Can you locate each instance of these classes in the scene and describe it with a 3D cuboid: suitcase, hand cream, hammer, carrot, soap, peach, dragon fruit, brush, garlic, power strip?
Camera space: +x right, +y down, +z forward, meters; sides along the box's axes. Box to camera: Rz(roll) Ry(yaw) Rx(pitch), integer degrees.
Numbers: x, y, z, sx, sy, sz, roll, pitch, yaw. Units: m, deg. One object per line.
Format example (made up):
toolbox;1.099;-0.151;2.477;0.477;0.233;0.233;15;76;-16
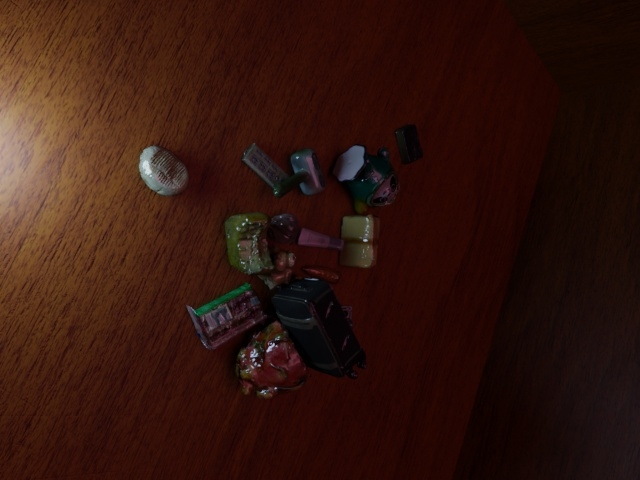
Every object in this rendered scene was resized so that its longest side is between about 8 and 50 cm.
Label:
suitcase;-0.013;0.356;1.746;0.194;0.283;0.433;-35;111;-33
hand cream;0.000;0.000;2.016;0.255;0.048;0.079;12;88;-37
hammer;-0.104;-0.253;1.823;0.335;0.119;0.206;-43;118;-49
carrot;-0.001;0.154;2.024;0.205;0.072;0.072;16;84;-31
soap;-0.364;0.296;1.728;0.274;0.098;0.217;-28;110;-33
peach;-0.135;0.353;1.931;0.280;0.068;0.188;14;83;-37
dragon fruit;-0.209;0.518;1.748;0.263;0.296;0.314;-30;101;-17
brush;0.480;-0.518;2.337;0.123;0.059;0.197;-30;111;-31
garlic;-0.177;-0.064;1.840;0.194;0.127;0.131;29;79;-16
power strip;-0.216;-0.292;1.833;0.268;0.034;0.092;43;68;-32

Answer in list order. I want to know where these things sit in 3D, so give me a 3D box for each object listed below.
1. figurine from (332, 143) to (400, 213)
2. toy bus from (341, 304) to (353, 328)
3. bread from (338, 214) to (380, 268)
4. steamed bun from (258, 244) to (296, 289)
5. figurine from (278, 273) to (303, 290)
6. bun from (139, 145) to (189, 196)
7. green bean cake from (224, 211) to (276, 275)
figurine;0.235;-0.292;2.080;0.323;0.231;0.340;-51;134;6
toy bus;0.059;0.432;2.026;0.134;0.165;0.275;1;92;-23
bread;0.245;0.004;2.126;0.236;0.199;0.263;1;95;-45
steamed bun;-0.195;0.114;1.807;0.106;0.177;0.192;16;95;-28
figurine;-0.097;0.201;1.919;0.156;0.115;0.094;10;98;-40
bun;-0.558;-0.242;1.534;0.188;0.111;0.164;43;51;-29
green bean cake;-0.277;0.011;1.692;0.124;0.233;0.235;-10;99;-31
